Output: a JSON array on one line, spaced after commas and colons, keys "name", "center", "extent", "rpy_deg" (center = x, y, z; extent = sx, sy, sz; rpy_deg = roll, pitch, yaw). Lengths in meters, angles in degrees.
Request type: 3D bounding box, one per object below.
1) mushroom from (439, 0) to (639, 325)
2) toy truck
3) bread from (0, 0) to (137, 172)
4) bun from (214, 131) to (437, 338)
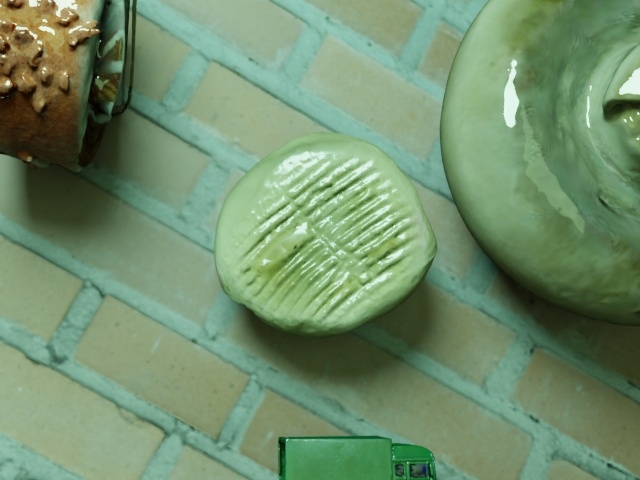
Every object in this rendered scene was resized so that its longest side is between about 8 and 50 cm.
[{"name": "mushroom", "center": [0.293, -0.104, 0.713], "extent": [0.362, 0.294, 0.362], "rpy_deg": [1, 83, -10]}, {"name": "toy truck", "center": [0.036, 0.222, 0.734], "extent": [0.147, 0.065, 0.079], "rpy_deg": [3, 78, -9]}, {"name": "bread", "center": [-0.227, -0.165, 0.660], "extent": [0.142, 0.224, 0.211], "rpy_deg": [14, 58, -8]}, {"name": "bun", "center": [0.000, 0.000, 0.732], "extent": [0.193, 0.128, 0.178], "rpy_deg": [-38, 90, -2]}]
